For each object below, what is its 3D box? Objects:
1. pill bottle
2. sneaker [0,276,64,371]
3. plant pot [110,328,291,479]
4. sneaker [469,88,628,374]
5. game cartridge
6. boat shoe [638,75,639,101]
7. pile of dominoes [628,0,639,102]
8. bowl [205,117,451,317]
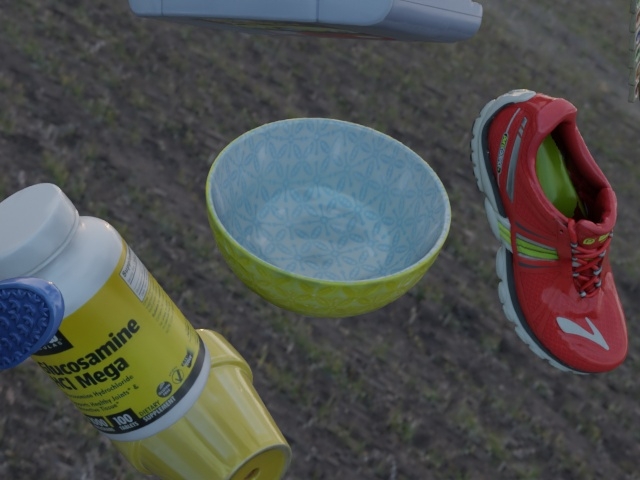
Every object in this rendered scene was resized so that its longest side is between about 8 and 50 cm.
[{"bbox_3d":[-0.301,0.093,1.585,0.334,0.188,0.188,56,10,-33],"label":"pill bottle"},{"bbox_3d":[-0.312,0.087,1.148,0.081,0.232,0.090,58,30,-7],"label":"sneaker"},{"bbox_3d":[-0.181,0.313,1.983,0.239,0.254,0.254,41,29,29],"label":"plant pot"},{"bbox_3d":[0.216,0.001,1.077,0.107,0.279,0.118,-30,16,-24],"label":"sneaker"},{"bbox_3d":[-0.024,-0.220,1.131,0.294,0.060,0.196,9,4,34],"label":"game cartridge"},{"bbox_3d":[0.260,-0.099,0.706,0.153,0.056,0.048,-12,24,-17],"label":"boat shoe"},{"bbox_3d":[0.428,-0.299,1.517,0.040,0.251,0.196,14,59,23],"label":"pile of dominoes"},{"bbox_3d":[0.000,0.000,1.479,0.289,0.156,0.289,6,45,-6],"label":"bowl"}]
